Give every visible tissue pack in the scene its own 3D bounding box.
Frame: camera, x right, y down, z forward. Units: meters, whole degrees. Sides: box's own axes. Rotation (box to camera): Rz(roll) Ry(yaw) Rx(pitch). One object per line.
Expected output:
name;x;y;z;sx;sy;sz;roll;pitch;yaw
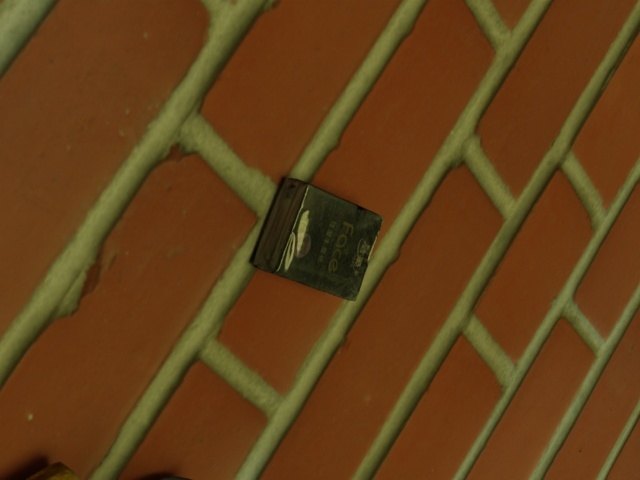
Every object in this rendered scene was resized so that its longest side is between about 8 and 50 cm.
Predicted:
tissue pack;0.000;0.000;1.573;0.156;0.051;0.112;21;88;-50

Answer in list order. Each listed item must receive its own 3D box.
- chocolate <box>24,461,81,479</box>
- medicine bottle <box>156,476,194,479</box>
chocolate;-0.330;0.296;1.312;0.219;0.086;0.085;-24;123;-36
medicine bottle;-0.176;0.372;1.507;0.083;0.083;0.203;1;110;-49
